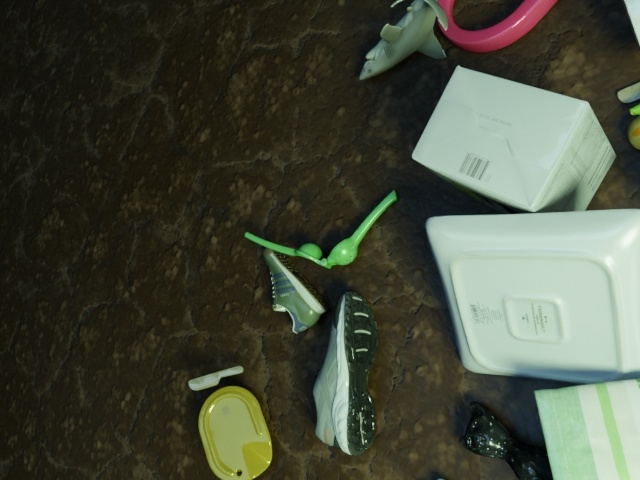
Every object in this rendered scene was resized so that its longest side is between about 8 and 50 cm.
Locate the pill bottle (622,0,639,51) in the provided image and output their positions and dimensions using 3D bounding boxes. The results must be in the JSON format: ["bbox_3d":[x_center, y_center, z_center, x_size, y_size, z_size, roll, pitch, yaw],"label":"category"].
[{"bbox_3d":[0.552,-0.342,0.706,0.322,0.181,0.182,-20,68,31],"label":"pill bottle"}]

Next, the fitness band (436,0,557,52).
[{"bbox_3d":[0.320,-0.459,0.988,0.291,0.054,0.209,-49,58,17],"label":"fitness band"}]

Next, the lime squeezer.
[{"bbox_3d":[0.000,0.000,1.076,0.310,0.059,0.110,-15,90,19],"label":"lime squeezer"}]

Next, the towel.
[{"bbox_3d":[0.439,0.279,0.663,0.324,0.038,0.248,-11,72,13],"label":"towel"}]

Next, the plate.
[{"bbox_3d":[0.287,0.092,0.766,0.277,0.045,0.277,0,122,36],"label":"plate"}]

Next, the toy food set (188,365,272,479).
[{"bbox_3d":[-0.163,0.357,1.127,0.128,0.071,0.218,-24,65,3],"label":"toy food set"}]

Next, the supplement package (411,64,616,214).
[{"bbox_3d":[0.280,-0.120,0.833,0.194,0.203,0.149,32,97,37],"label":"supplement package"}]

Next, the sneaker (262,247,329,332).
[{"bbox_3d":[-0.070,0.096,1.117,0.086,0.064,0.192,-49,59,10],"label":"sneaker"}]

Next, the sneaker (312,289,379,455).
[{"bbox_3d":[0.033,0.220,0.995,0.107,0.100,0.272,-5,76,40],"label":"sneaker"}]

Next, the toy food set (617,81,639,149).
[{"bbox_3d":[0.494,-0.155,0.789,0.132,0.038,0.192,-24,65,29],"label":"toy food set"}]

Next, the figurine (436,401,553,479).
[{"bbox_3d":[0.255,0.368,0.812,0.209,0.092,0.215,29,97,45],"label":"figurine"}]

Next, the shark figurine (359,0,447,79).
[{"bbox_3d":[0.181,-0.365,1.014,0.166,0.278,0.116,-44,94,-14],"label":"shark figurine"}]
